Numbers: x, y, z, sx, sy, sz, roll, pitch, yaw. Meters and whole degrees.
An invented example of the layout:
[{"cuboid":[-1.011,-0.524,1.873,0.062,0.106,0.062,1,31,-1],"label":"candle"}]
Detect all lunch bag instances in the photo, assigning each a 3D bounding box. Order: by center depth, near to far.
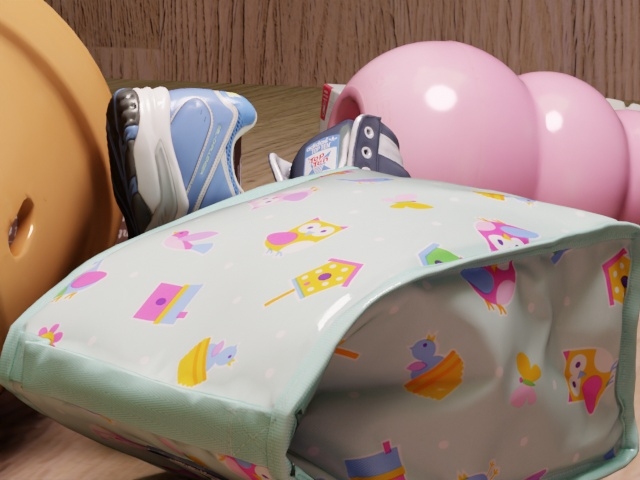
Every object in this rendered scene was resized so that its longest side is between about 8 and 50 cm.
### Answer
[{"cuboid":[0.001,0.059,0.823,0.262,0.160,0.223,-15,19,-42],"label":"lunch bag"}]

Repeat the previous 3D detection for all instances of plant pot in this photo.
[{"cuboid":[-0.259,-0.002,0.911,0.291,0.290,0.203,0,27,-3],"label":"plant pot"}]

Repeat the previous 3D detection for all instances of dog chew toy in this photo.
[{"cuboid":[0.175,-0.061,1.439,0.332,0.206,0.206,6,8,-19],"label":"dog chew toy"}]

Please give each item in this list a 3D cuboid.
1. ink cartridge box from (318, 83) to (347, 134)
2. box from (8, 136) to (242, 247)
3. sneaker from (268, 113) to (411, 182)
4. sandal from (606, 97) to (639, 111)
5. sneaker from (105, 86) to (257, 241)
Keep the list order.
[{"cuboid":[0.033,-0.070,1.572,0.063,0.150,0.109,3,10,-10],"label":"ink cartridge box"},{"cuboid":[-0.182,-0.023,1.337,0.191,0.143,0.381,2,12,4],"label":"box"},{"cuboid":[0.000,0.000,1.114,0.099,0.153,0.282,-20,-1,24],"label":"sneaker"},{"cuboid":[0.293,-0.061,1.629,0.416,0.102,0.169,20,42,20],"label":"sandal"},{"cuboid":[-0.069,0.012,0.942,0.081,0.211,0.080,-11,25,-17],"label":"sneaker"}]
